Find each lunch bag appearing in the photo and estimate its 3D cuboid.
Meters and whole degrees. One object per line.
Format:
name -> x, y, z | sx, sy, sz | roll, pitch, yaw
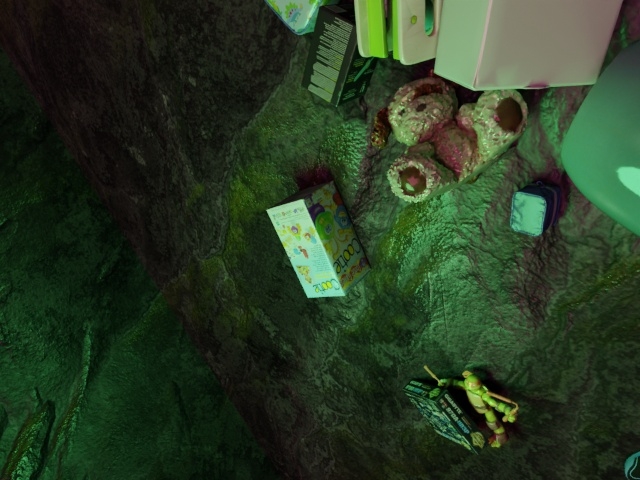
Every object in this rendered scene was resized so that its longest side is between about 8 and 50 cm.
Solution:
lunch bag -> 0.412, -0.065, 0.791 | 0.067, 0.065, 0.098 | 28, 135, 45
lunch bag -> -0.025, -0.551, 0.825 | 0.176, 0.090, 0.219 | 48, 137, 3

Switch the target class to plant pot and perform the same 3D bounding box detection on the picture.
plant pot -> 0.480, -0.135, 0.540 | 0.235, 0.293, 0.292 | 40, 137, 32

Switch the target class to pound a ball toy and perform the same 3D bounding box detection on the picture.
pound a ball toy -> 0.113, -0.470, 0.659 | 0.208, 0.136, 0.318 | 41, 148, 48

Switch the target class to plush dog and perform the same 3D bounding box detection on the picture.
plush dog -> 0.227, -0.215, 0.799 | 0.263, 0.211, 0.225 | -36, 75, 19

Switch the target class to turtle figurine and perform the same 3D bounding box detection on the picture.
turtle figurine -> 0.412, 0.423, 1.096 | 0.270, 0.087, 0.217 | 7, 126, 51

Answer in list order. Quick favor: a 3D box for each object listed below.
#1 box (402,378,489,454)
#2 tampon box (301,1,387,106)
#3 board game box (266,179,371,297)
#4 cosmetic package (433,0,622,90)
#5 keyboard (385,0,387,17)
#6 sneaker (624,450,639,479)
box -> 0.339, 0.483, 1.156 | 0.175, 0.051, 0.220 | 51, 164, 2
tampon box -> 0.049, -0.381, 0.850 | 0.102, 0.120, 0.160 | 36, 134, 16
board game box -> 0.000, 0.000, 1.126 | 0.145, 0.142, 0.275 | -10, 109, 43
cosmetic package -> 0.289, -0.401, 0.543 | 0.155, 0.197, 0.365 | -108, 17, -57
keyboard -> 0.225, -0.455, 0.731 | 0.256, 0.014, 0.072 | 10, 123, 35
sneaker -> 0.742, 0.487, 0.853 | 0.081, 0.090, 0.232 | 45, 136, 8
